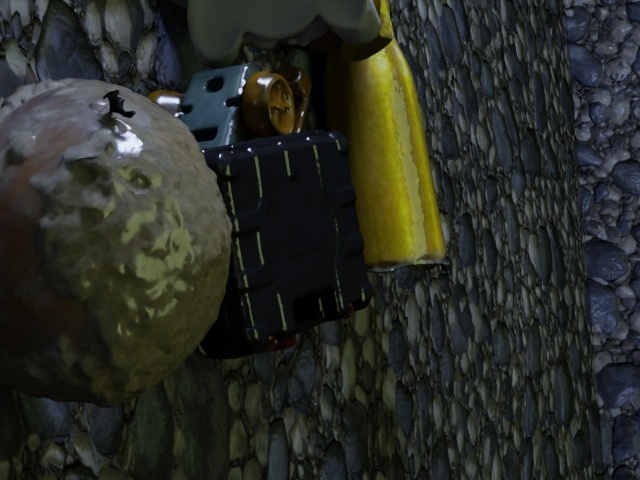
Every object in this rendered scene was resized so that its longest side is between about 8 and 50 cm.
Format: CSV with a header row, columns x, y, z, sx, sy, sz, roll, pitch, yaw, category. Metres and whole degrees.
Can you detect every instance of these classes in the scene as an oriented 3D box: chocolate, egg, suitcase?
x,y,z,sx,sy,sz,roll,pitch,yaw,category
0.085,-0.167,2.273,0.162,0.162,0.445,1,82,-67,chocolate
-0.204,0.002,1.410,0.279,0.279,0.310,60,20,-44,egg
-0.042,-0.003,1.630,0.285,0.066,0.206,-18,100,-62,suitcase

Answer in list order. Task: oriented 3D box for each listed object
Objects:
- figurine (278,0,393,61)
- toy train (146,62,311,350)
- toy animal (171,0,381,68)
x,y,z,sx,sy,sz,roll,pitch,yaw,category
0.008,-0.359,2.151,0.215,0.215,0.228,22,78,-65,figurine
-0.100,-0.026,1.776,0.231,0.163,0.369,57,35,-46,toy train
-0.042,-0.324,1.910,0.265,0.271,0.206,-66,144,-73,toy animal
